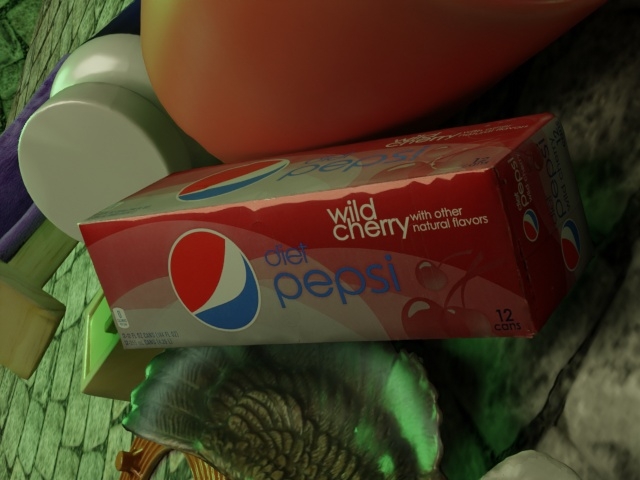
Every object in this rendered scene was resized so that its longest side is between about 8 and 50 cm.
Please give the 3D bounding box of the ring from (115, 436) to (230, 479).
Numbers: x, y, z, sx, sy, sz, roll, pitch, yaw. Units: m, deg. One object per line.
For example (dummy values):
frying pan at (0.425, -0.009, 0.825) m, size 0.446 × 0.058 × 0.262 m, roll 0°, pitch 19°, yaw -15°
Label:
ring at (-0.161, 0.302, 0.950) m, size 0.336 × 0.032 × 0.336 m, roll -39°, pitch 43°, yaw 51°

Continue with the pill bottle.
pill bottle at (-0.122, -0.114, 0.824) m, size 0.153 × 0.153 × 0.264 m, roll -55°, pitch 5°, yaw 38°

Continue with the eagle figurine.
eagle figurine at (-0.009, 0.157, 0.527) m, size 0.226 × 0.225 × 0.298 m, roll -51°, pitch 7°, yaw -4°

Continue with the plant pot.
plant pot at (0.014, -0.170, 0.587) m, size 0.243 × 0.275 × 0.275 m, roll 128°, pitch 146°, yaw -56°

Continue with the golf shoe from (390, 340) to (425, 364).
golf shoe at (0.012, 0.059, 0.681) m, size 0.186 × 0.067 × 0.086 m, roll 44°, pitch 112°, yaw 50°

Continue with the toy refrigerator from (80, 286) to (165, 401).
toy refrigerator at (-0.150, 0.051, 0.979) m, size 0.269 × 0.094 × 0.102 m, roll -48°, pitch 37°, yaw 45°

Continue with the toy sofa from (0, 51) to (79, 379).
toy sofa at (-0.242, -0.068, 0.971) m, size 0.150 × 0.177 × 0.362 m, roll -47°, pitch 10°, yaw 52°

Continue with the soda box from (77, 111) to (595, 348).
soda box at (0.000, 0.000, 0.544) m, size 0.263 × 0.092 × 0.083 m, roll -6°, pitch 109°, yaw 35°
